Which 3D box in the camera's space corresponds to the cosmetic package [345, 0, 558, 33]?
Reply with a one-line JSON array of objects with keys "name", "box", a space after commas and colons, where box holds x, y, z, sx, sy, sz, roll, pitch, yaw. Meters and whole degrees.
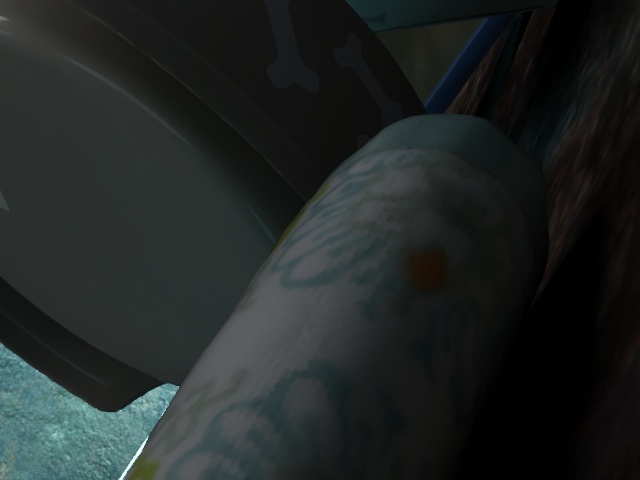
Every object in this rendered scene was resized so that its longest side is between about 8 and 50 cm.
[{"name": "cosmetic package", "box": [0.034, -0.262, 0.647, 0.153, 0.129, 0.296, 102, 160, -78]}]

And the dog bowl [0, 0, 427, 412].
[{"name": "dog bowl", "box": [-0.091, -0.033, 0.674, 0.102, 0.349, 0.349, -54, -4, -31]}]

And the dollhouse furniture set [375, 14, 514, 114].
[{"name": "dollhouse furniture set", "box": [-0.008, -0.214, 0.852, 0.303, 0.286, 0.198, -56, 2, -7]}]

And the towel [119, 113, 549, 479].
[{"name": "towel", "box": [-0.052, 0.177, 0.437, 0.320, 0.090, 0.374, -62, -5, -49]}]
